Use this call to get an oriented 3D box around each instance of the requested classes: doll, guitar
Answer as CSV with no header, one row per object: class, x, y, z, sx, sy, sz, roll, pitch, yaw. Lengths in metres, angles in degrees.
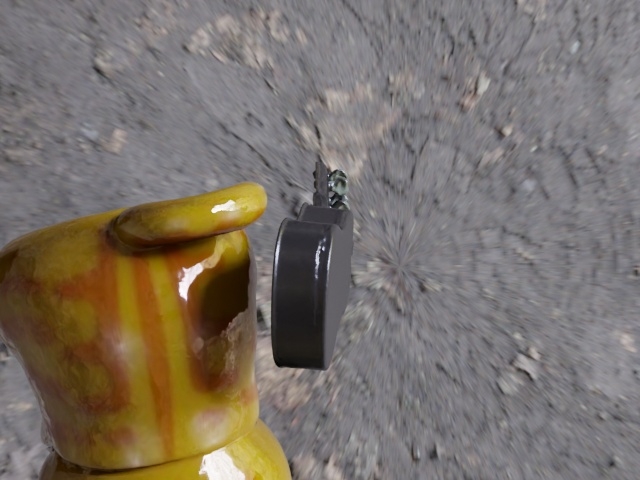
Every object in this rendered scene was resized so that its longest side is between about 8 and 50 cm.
doll,-0.100,0.098,1.003,0.167,0.162,0.269,-13,105,-12
guitar,0.002,0.000,1.021,0.038,0.271,0.083,5,107,4
